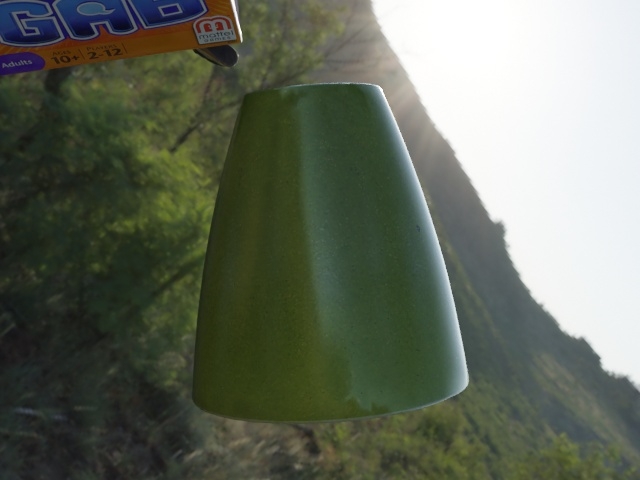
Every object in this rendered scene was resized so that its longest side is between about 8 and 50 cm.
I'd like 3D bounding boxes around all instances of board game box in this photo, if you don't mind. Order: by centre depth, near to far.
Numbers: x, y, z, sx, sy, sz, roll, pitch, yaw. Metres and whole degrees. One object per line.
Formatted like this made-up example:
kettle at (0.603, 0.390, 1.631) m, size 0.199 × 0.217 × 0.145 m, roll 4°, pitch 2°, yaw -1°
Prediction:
board game box at (-0.315, -0.475, 1.120) m, size 0.356 × 0.356 × 0.356 m, roll 78°, pitch 4°, yaw -68°

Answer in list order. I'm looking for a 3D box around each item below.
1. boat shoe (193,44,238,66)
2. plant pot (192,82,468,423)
boat shoe at (-0.231, -0.382, 1.685) m, size 0.152 × 0.056 × 0.049 m, roll 38°, pitch -23°, yaw -21°
plant pot at (0.000, 0.000, 0.861) m, size 0.275 × 0.275 × 0.293 m, roll -89°, pitch 175°, yaw -86°
